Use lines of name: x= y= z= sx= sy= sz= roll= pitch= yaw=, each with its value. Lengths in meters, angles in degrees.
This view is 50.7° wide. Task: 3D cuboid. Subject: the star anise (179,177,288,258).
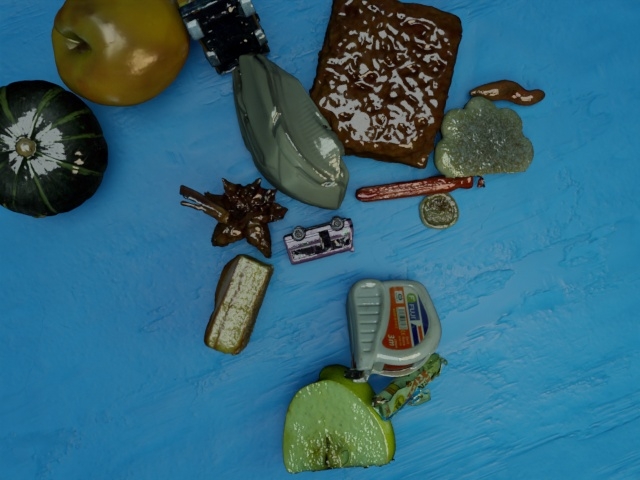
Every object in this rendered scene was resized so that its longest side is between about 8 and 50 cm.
star anise: x=-0.213 y=-0.061 z=1.620 sx=0.237 sy=0.346 sz=0.148 roll=-26 pitch=60 yaw=19

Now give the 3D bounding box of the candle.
candle: x=0.250 y=-0.136 z=1.721 sx=0.329 sy=0.051 sz=0.048 roll=-7 pitch=91 yaw=0

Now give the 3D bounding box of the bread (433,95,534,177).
bread: x=0.406 y=-0.259 z=1.685 sx=0.286 sy=0.056 sz=0.207 roll=-10 pitch=89 yaw=-21

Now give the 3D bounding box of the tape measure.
tape measure: x=0.168 y=0.221 z=1.662 sx=0.246 sy=0.125 sz=0.243 roll=1 pitch=58 yaw=-7

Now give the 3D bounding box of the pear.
pear: x=0.041 y=0.442 z=1.683 sx=0.292 sy=0.159 sz=0.292 roll=0 pitch=90 yaw=17

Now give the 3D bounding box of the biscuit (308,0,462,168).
biscuit: x=0.151 y=-0.396 z=1.653 sx=0.343 sy=0.166 sz=0.395 roll=11 pitch=91 yaw=-4

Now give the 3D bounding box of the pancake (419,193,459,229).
pancake: x=0.306 y=-0.075 z=1.742 sx=0.108 sy=0.017 sz=0.108 roll=0 pitch=88 yaw=-2

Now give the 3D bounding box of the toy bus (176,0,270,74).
toy bus: x=-0.235 y=-0.533 z=1.553 sx=0.162 sy=0.323 sz=0.194 roll=-25 pitch=80 yaw=2

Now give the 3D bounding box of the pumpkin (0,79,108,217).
pumpkin: x=-0.667 y=-0.214 z=1.598 sx=0.323 sy=0.241 sz=0.323 roll=0 pitch=93 yaw=0

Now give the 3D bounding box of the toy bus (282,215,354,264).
toy bus: x=0.000 y=0.000 z=1.704 sx=0.178 sy=0.087 sz=0.098 roll=-15 pitch=95 yaw=2

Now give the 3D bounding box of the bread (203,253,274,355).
bread: x=-0.201 y=0.152 z=1.654 sx=0.110 sy=0.184 sz=0.234 roll=19 pitch=90 yaw=1

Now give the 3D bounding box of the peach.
peach: x=-0.455 y=-0.458 z=1.587 sx=0.289 sy=0.308 sz=0.289 roll=14 pitch=113 yaw=34

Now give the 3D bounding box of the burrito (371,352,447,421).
burrito: x=0.224 y=0.370 z=1.669 sx=0.054 sy=0.288 sz=0.104 roll=5 pitch=112 yaw=41

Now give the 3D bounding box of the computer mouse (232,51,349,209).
computer mouse: x=-0.095 y=-0.242 z=1.612 sx=0.145 sy=0.228 sz=0.429 roll=-33 pitch=90 yaw=-28

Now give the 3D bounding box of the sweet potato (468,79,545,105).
sweet potato: x=0.477 y=-0.377 z=1.716 sx=0.202 sy=0.055 sz=0.058 roll=4 pitch=120 yaw=-3
